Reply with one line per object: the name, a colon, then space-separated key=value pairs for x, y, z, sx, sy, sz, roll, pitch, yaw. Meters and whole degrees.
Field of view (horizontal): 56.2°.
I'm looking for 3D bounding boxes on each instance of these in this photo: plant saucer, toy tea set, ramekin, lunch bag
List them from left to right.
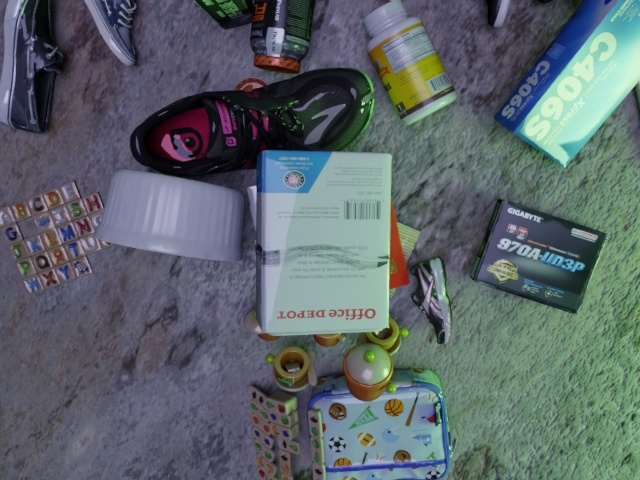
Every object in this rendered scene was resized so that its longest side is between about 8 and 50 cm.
ramekin: x=-0.275 y=-0.049 z=1.140 sx=0.277 sy=0.277 sz=0.135 roll=9 pitch=91 yaw=2
plant saucer: x=-0.138 y=-0.290 z=1.223 sx=0.083 sy=0.013 sz=0.084 roll=1 pitch=98 yaw=4
toy tea set: x=0.005 y=0.198 z=1.184 sx=0.335 sy=0.200 sz=0.124 roll=6 pitch=140 yaw=5
lunch bag: x=0.128 y=0.399 z=1.251 sx=0.303 sy=0.115 sz=0.243 roll=-4 pitch=99 yaw=5

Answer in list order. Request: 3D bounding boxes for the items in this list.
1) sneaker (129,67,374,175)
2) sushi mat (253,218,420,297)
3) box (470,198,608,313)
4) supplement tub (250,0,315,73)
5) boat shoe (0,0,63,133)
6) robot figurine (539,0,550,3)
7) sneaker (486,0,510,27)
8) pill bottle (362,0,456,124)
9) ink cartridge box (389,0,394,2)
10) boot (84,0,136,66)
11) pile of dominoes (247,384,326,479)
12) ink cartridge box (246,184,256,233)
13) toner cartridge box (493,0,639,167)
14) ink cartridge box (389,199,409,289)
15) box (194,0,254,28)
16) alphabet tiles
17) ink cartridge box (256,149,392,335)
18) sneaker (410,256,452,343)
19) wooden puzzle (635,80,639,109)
sneaker: x=-0.130 y=-0.204 z=1.127 sx=0.482 sy=0.202 sz=0.185 roll=-14 pitch=102 yaw=8
sushi mat: x=0.038 y=-0.005 z=1.206 sx=0.316 sy=0.019 sz=0.152 roll=22 pitch=89 yaw=-12
box: x=0.437 y=0.032 z=1.210 sx=0.220 sy=0.051 sz=0.175 roll=19 pitch=98 yaw=2
supplement tub: x=-0.073 y=-0.425 z=1.149 sx=0.116 sy=0.117 sz=0.191 roll=8 pitch=97 yaw=3
boat shoe: x=-0.565 y=-0.364 z=1.196 sx=0.102 sy=0.108 sz=0.302 roll=16 pitch=101 yaw=2
robot figurine: x=0.492 y=-0.556 z=1.071 sx=0.278 sy=0.174 sz=0.209 roll=-40 pitch=127 yaw=8
sneaker: x=0.305 y=-0.516 z=1.138 sx=0.121 sy=0.079 sz=0.217 roll=8 pitch=90 yaw=6
pill bottle: x=0.165 y=-0.340 z=1.145 sx=0.117 sy=0.117 sz=0.215 roll=-27 pitch=95 yaw=7
ink cartridge box: x=0.127 y=-0.606 z=1.148 sx=0.224 sy=0.045 sz=0.223 roll=40 pitch=99 yaw=-3
boot: x=-0.400 y=-0.449 z=1.190 sx=0.086 sy=0.069 sz=0.190 roll=-29 pitch=93 yaw=10
pile of dominoes: x=-0.081 y=0.439 z=1.249 sx=0.195 sy=0.040 sz=0.251 roll=5 pitch=105 yaw=36
ink cartridge box: x=-0.081 y=-0.033 z=1.230 sx=0.104 sy=0.060 sz=0.180 roll=-11 pitch=97 yaw=4
toner cartridge box: x=0.491 y=-0.316 z=1.080 sx=0.165 sy=0.075 sz=0.348 roll=22 pitch=114 yaw=-32
ink cartridge box: x=0.046 y=-0.007 z=1.167 sx=0.238 sy=0.060 sz=0.275 roll=-14 pitch=97 yaw=-9
box: x=-0.202 y=-0.565 z=1.077 sx=0.076 sy=0.242 sz=0.308 roll=-12 pitch=97 yaw=5
alphabet tiles: x=-0.564 y=-0.010 z=1.292 sx=0.237 sy=0.009 sz=0.198 roll=-19 pitch=96 yaw=7
ink cartridge box: x=0.000 y=0.000 z=1.061 sx=0.223 sy=0.129 sz=0.308 roll=0 pitch=94 yaw=-13
sneaker: x=0.227 y=0.125 z=1.237 sx=0.077 sy=0.072 sz=0.178 roll=-9 pitch=89 yaw=17
wooden puzzle: x=0.769 y=-0.319 z=1.128 sx=0.321 sy=0.080 sz=0.348 roll=-17 pitch=96 yaw=6
